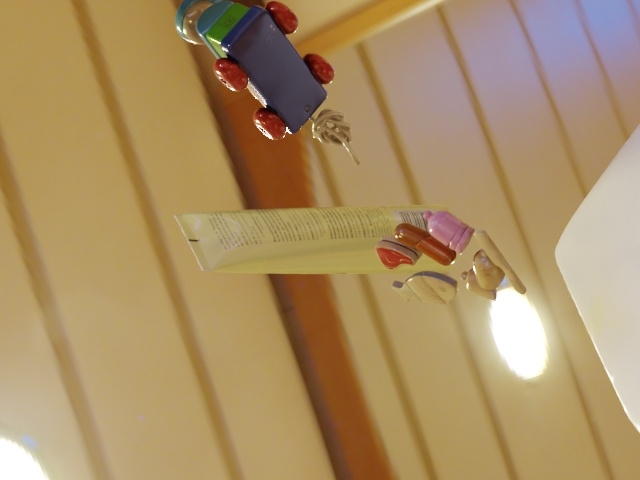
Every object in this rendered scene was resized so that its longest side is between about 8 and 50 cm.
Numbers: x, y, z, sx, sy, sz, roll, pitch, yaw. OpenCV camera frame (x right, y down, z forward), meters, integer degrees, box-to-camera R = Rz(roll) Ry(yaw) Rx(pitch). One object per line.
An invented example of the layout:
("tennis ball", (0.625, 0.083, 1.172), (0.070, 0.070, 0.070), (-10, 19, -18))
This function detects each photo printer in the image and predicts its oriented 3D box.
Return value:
("photo printer", (0.286, 0.005, 0.974), (0.107, 0.256, 0.307), (28, -158, -17))

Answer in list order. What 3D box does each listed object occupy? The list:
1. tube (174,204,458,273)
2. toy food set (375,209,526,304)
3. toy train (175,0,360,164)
("tube", (0.000, 0.000, 1.241), (0.240, 0.070, 0.062), (-1, -101, -23))
("toy food set", (0.082, 0.009, 0.960), (0.078, 0.122, 0.019), (52, -121, -26))
("toy train", (-0.059, -0.177, 1.640), (0.105, 0.143, 0.248), (-49, -44, -10))
